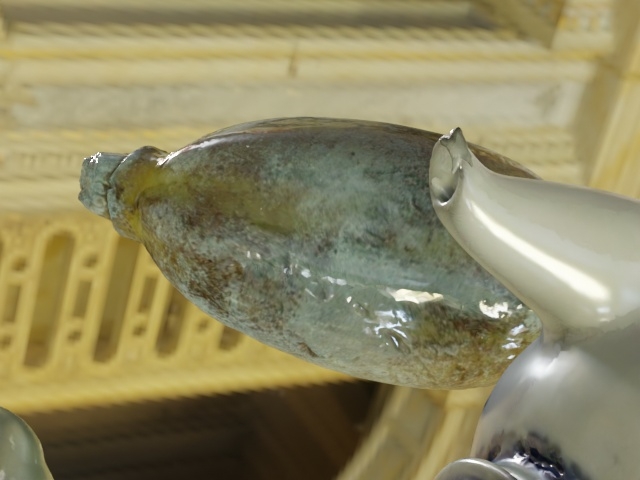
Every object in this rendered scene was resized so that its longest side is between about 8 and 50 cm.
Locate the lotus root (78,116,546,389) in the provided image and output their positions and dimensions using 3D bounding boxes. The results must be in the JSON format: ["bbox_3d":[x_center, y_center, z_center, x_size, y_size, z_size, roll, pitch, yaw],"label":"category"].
[{"bbox_3d":[0.000,0.000,1.143,0.322,0.158,0.140,12,-164,1],"label":"lotus root"}]

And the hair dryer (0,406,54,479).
[{"bbox_3d":[-0.183,0.162,0.734,0.092,0.267,0.229,30,-163,-10],"label":"hair dryer"}]

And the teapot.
[{"bbox_3d":[0.139,0.151,0.764,0.280,0.424,0.252,-14,-176,-21],"label":"teapot"}]
